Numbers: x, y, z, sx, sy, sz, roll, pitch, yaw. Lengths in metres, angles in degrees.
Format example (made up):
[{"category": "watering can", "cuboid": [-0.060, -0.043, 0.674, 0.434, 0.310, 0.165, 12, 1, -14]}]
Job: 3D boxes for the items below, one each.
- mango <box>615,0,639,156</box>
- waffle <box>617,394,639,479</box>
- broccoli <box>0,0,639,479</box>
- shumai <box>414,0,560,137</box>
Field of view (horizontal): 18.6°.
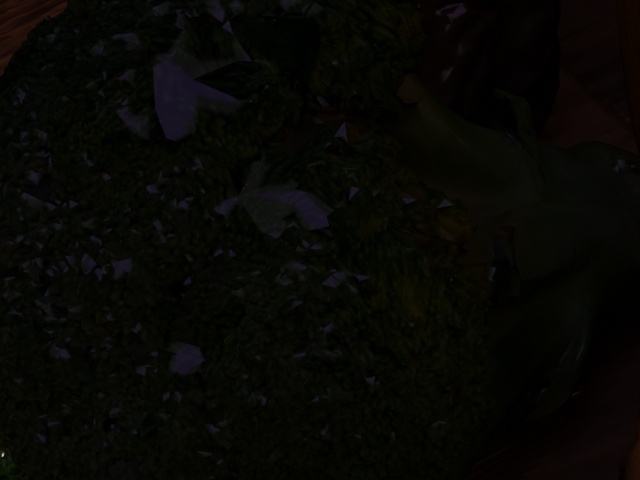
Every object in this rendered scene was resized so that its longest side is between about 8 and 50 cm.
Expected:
[{"category": "mango", "cuboid": [0.173, -0.077, 0.690, 0.120, 0.177, 0.295, -18, 39, 20]}, {"category": "waffle", "cuboid": [0.251, 0.063, 0.418, 0.114, 0.261, 0.376, 0, 23, -43]}, {"category": "broccoli", "cuboid": [0.000, 0.000, 0.646, 0.269, 0.269, 0.254, -32, 45, -17]}, {"category": "shumai", "cuboid": [0.015, -0.102, 0.836, 0.184, 0.218, 0.185, -14, 0, 5]}]
